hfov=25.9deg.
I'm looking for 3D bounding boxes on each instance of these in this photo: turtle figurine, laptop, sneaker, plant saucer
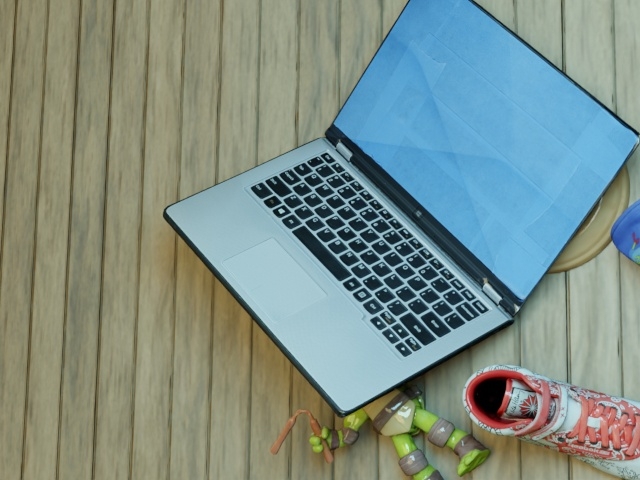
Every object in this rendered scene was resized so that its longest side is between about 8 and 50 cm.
[{"bbox_3d":[0.086,0.224,1.697,0.269,0.087,0.217,-44,71,4],"label":"turtle figurine"},{"bbox_3d":[0.081,-0.072,1.651,0.408,0.236,0.382,-26,54,-26],"label":"laptop"},{"bbox_3d":[0.290,0.207,1.558,0.270,0.145,0.090,16,88,29],"label":"sneaker"},{"bbox_3d":[0.272,-0.060,1.682,0.200,0.037,0.200,-6,77,27],"label":"plant saucer"}]

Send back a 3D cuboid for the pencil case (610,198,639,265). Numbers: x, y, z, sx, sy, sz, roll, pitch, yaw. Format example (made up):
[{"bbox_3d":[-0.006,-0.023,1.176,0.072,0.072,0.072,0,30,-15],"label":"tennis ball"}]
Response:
[{"bbox_3d":[0.428,0.089,1.525,0.119,0.133,0.306,-15,69,-17],"label":"pencil case"}]
